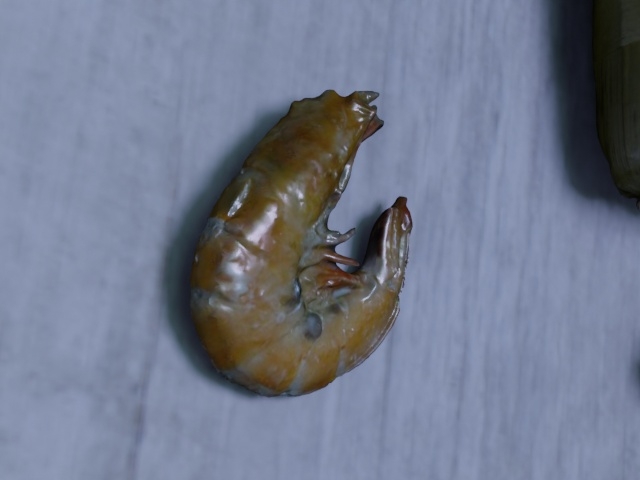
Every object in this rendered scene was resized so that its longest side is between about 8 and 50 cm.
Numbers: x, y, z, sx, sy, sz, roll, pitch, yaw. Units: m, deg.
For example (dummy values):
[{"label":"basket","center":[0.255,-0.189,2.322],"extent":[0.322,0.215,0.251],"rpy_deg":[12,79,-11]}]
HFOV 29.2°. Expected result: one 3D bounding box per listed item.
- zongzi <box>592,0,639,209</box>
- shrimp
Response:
[{"label":"zongzi","center":[0.307,-0.149,0.835],"extent":[0.300,0.145,0.273],"rpy_deg":[4,83,-37]},{"label":"shrimp","center":[-0.003,-0.001,0.675],"extent":[0.132,0.052,0.187],"rpy_deg":[44,65,-38]}]
